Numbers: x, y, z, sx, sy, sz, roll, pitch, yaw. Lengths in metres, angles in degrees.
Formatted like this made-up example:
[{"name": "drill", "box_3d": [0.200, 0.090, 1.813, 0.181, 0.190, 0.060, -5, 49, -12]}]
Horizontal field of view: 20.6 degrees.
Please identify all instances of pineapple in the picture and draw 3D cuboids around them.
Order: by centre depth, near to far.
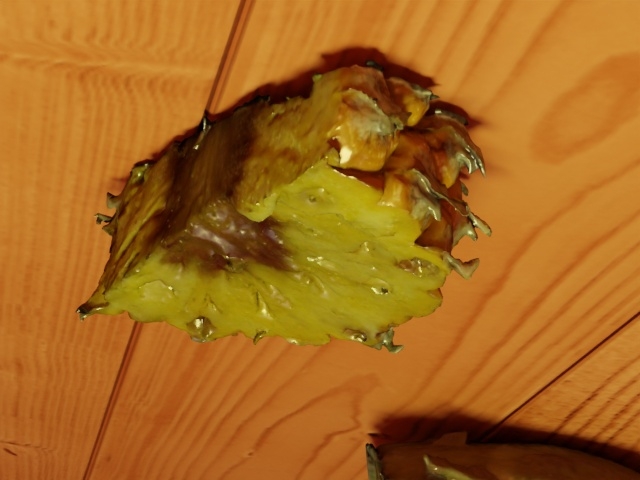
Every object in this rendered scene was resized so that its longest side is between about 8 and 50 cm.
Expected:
[{"name": "pineapple", "box_3d": [0.000, -0.001, 0.787, 0.135, 0.079, 0.233, 20, 158, -30]}]

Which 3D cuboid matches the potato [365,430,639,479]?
[{"name": "potato", "box_3d": [0.171, 0.247, 1.181, 0.237, 0.300, 0.289, -11, -167, -2]}]
